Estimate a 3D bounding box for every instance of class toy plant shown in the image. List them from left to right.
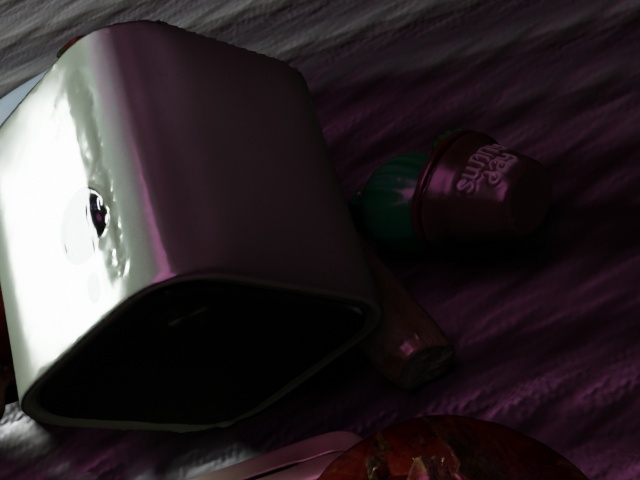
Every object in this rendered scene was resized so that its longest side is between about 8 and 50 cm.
[{"bbox_3d":[0.113,-0.048,1.124,0.200,0.105,0.143,11,53,44],"label":"toy plant"}]

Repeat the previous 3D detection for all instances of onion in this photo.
[{"bbox_3d":[0.095,0.232,0.878,0.248,0.161,0.248,0,72,0],"label":"onion"}]

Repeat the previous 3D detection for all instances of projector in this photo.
[{"bbox_3d":[-0.124,-0.003,1.046,0.249,0.248,0.249,-39,55,35],"label":"projector"}]

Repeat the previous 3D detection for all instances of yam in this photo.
[{"bbox_3d":[0.000,0.000,1.155,0.083,0.083,0.371,-35,48,-2],"label":"yam"}]

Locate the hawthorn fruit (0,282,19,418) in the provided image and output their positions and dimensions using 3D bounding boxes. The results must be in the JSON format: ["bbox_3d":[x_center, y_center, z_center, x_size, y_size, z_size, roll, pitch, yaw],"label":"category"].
[{"bbox_3d":[-0.314,0.058,1.179,0.215,0.215,0.249,-15,52,15],"label":"hawthorn fruit"}]

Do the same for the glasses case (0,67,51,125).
[{"bbox_3d":[-0.318,-0.166,1.450,0.179,0.045,0.067,-30,49,2],"label":"glasses case"}]

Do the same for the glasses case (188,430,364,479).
[{"bbox_3d":[-0.045,0.215,1.016,0.196,0.083,0.050,-22,50,12],"label":"glasses case"}]

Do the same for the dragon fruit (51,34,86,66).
[{"bbox_3d":[-0.221,-0.127,1.301,0.182,0.188,0.182,6,34,-4],"label":"dragon fruit"}]
